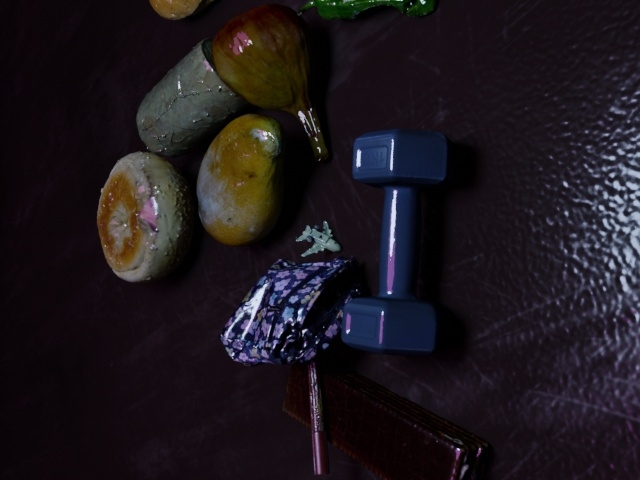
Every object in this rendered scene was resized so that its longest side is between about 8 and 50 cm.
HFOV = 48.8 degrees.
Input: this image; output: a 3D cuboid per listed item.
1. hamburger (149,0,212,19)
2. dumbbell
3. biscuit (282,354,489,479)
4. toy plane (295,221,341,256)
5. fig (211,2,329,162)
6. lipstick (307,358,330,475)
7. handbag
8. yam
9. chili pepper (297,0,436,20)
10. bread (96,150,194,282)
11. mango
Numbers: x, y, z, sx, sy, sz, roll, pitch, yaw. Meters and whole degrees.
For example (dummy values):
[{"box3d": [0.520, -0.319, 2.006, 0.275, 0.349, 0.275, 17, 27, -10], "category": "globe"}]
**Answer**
[{"box3d": [-0.296, -0.576, 1.577, 0.262, 0.124, 0.131, -20, 72, 47], "category": "hamburger"}, {"box3d": [0.116, 0.004, 1.027, 0.144, 0.159, 0.325, 169, 104, -80], "category": "dumbbell"}, {"box3d": [0.080, 0.285, 1.088, 0.388, 0.073, 0.107, 19, 99, 49], "category": "biscuit"}, {"box3d": [0.000, -0.002, 1.230, 0.083, 0.033, 0.080, 21, 59, 24], "category": "toy plane"}, {"box3d": [-0.070, -0.282, 1.291, 0.190, 0.190, 0.290, -10, 116, 48], "category": "fig"}, {"box3d": [-0.005, 0.277, 1.114, 0.027, 0.027, 0.177, -21, 69, 46], "category": "lipstick"}, {"box3d": [-0.039, 0.118, 1.172, 0.207, 0.127, 0.229, -2, 42, 48], "category": "handbag"}, {"box3d": [-0.252, -0.296, 1.465, 0.304, 0.168, 0.168, -27, 66, 44], "category": "yam"}, {"box3d": [0.077, -0.405, 1.166, 0.257, 0.074, 0.100, 11, 77, 43], "category": "chili pepper"}, {"box3d": [-0.384, -0.048, 1.585, 0.305, 0.158, 0.306, 2, 93, 51], "category": "bread"}, {"box3d": [-0.141, -0.112, 1.297, 0.193, 0.146, 0.316, 57, 145, 21], "category": "mango"}]
